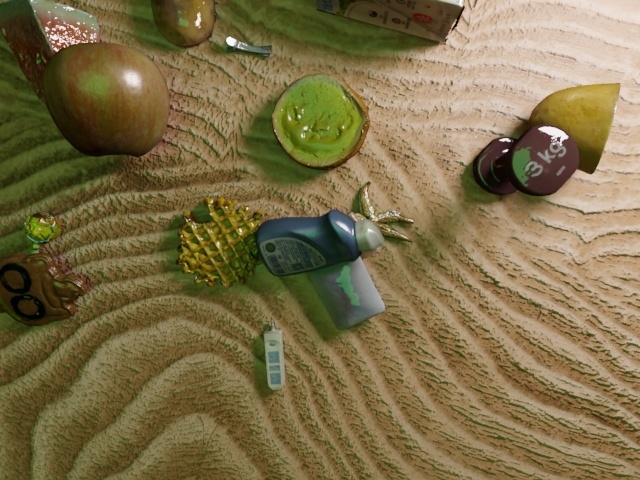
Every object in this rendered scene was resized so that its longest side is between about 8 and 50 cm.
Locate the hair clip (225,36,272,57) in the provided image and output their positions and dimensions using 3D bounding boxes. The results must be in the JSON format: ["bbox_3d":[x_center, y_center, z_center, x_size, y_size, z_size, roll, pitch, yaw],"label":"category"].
[{"bbox_3d":[-0.175,-0.467,1.012,0.115,0.039,0.030,9,102,1],"label":"hair clip"}]

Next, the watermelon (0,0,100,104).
[{"bbox_3d":[-0.644,-0.439,1.022,0.192,0.140,0.257,-2,103,12],"label":"watermelon"}]

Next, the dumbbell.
[{"bbox_3d":[0.431,-0.165,0.902,0.124,0.225,0.140,42,95,-3],"label":"dumbbell"}]

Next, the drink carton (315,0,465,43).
[{"bbox_3d":[0.152,-0.560,0.899,0.324,0.194,0.132,16,95,3],"label":"drink carton"}]

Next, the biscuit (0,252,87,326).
[{"bbox_3d":[-0.753,0.135,1.085,0.290,0.041,0.209,-5,114,3],"label":"biscuit"}]

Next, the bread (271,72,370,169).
[{"bbox_3d":[0.001,-0.281,1.001,0.236,0.070,0.236,0,94,5],"label":"bread"}]

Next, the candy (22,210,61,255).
[{"bbox_3d":[-0.759,0.044,1.099,0.077,0.073,0.262,24,104,-21],"label":"candy"}]

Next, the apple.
[{"bbox_3d":[-0.473,-0.307,0.943,0.256,0.257,0.234,2,98,4],"label":"apple"}]

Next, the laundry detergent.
[{"bbox_3d":[0.000,0.000,0.979,0.289,0.094,0.143,-10,119,18],"label":"laundry detergent"}]

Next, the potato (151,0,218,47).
[{"bbox_3d":[-0.333,-0.571,0.993,0.164,0.081,0.200,-10,97,4],"label":"potato"}]

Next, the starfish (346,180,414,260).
[{"bbox_3d":[0.123,-0.035,1.035,0.223,0.050,0.217,9,105,8],"label":"starfish"}]

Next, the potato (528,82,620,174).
[{"bbox_3d":[0.547,-0.261,0.924,0.158,0.178,0.204,20,85,23],"label":"potato"}]

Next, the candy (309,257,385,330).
[{"bbox_3d":[0.066,0.125,1.035,0.138,0.071,0.174,-27,94,12],"label":"candy"}]

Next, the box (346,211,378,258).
[{"bbox_3d":[0.091,-0.011,1.009,0.048,0.025,0.115,-34,98,19],"label":"box"}]

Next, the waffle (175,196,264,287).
[{"bbox_3d":[-0.255,0.007,1.061,0.228,0.051,0.232,13,97,0],"label":"waffle"}]

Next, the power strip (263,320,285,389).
[{"bbox_3d":[-0.119,0.301,1.088,0.047,0.030,0.191,-4,96,4],"label":"power strip"}]
